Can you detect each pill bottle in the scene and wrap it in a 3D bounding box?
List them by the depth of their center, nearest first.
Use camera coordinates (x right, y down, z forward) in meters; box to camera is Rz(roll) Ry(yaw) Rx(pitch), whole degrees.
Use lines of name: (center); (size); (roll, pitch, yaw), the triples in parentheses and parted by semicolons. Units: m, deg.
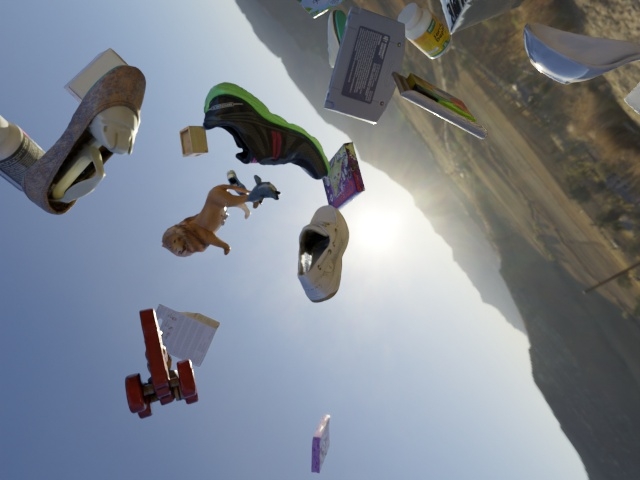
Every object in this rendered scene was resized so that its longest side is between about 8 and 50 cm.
pill bottle: (-1.052, -0.298, 1.424); (0.161, 0.161, 0.283); (60, 170, 24)
pill bottle: (0.385, -0.781, 1.559); (0.208, 0.117, 0.118); (19, -146, -39)

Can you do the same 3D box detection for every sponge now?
sponge: (0.003, 0.704, 1.465); (0.210, 0.031, 0.117); (19, -108, -79)

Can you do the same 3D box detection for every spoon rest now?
spoon rest: (0.439, -0.284, 0.665); (0.276, 0.084, 0.137); (11, -135, -20)

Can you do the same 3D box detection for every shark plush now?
shark plush: (-0.147, -0.121, 1.151); (0.161, 0.067, 0.073); (28, 166, 45)

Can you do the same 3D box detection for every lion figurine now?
lion figurine: (-0.410, -0.089, 1.595); (0.240, 0.392, 0.142); (32, -179, -16)

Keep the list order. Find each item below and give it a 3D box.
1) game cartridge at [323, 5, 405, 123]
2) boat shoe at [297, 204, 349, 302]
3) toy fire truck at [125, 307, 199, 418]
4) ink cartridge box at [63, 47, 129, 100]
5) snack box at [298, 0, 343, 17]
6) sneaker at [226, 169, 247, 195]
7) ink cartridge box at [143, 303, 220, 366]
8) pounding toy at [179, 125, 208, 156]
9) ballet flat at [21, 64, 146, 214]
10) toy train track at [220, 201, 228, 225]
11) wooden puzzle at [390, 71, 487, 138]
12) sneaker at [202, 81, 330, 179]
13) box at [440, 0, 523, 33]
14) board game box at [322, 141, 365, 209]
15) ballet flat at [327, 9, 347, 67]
game cartridge: (0.140, -0.512, 1.249); (0.196, 0.294, 0.060); (15, -171, -7)
boat shoe: (0.000, 0.000, 0.910); (0.096, 0.098, 0.277); (54, -155, -34)
toy fire truck: (-0.463, 0.354, 1.212); (0.302, 0.169, 0.254); (114, 140, -59)
ink cartridge box: (-0.824, -0.594, 1.558); (0.117, 0.207, 0.283); (48, 167, -36)
snack box: (0.012, -0.584, 0.958); (0.100, 0.141, 0.037); (18, -114, -53)
sneaker: (-0.387, -0.254, 1.935); (0.144, 0.053, 0.059); (56, -172, -34)
ink cartridge box: (-0.528, 0.354, 1.606); (0.232, 0.189, 0.066); (26, -165, -1)
pounding toy: (-0.526, -0.421, 1.761); (0.100, 0.141, 0.130); (-11, -84, -38)
ballet flat: (-0.408, -0.169, 0.765); (0.106, 0.316, 0.107); (47, -170, 20)
toy train track: (-0.295, -0.084, 1.283); (0.014, 0.048, 0.083); (23, -124, -30)
wooden puzzle: (0.283, -0.340, 1.016); (0.221, 0.044, 0.239); (23, -152, -12)
sneaker: (-0.181, -0.328, 1.427); (0.482, 0.202, 0.185); (28, 176, -24)
box: (0.329, -0.661, 0.853); (0.343, 0.179, 0.313); (-38, -72, -80)
board game box: (0.087, -0.256, 1.792); (0.347, 0.056, 0.208); (145, 108, -71)
ballet flat: (0.109, -0.650, 1.584); (0.400, 0.139, 0.139); (59, -166, -13)
